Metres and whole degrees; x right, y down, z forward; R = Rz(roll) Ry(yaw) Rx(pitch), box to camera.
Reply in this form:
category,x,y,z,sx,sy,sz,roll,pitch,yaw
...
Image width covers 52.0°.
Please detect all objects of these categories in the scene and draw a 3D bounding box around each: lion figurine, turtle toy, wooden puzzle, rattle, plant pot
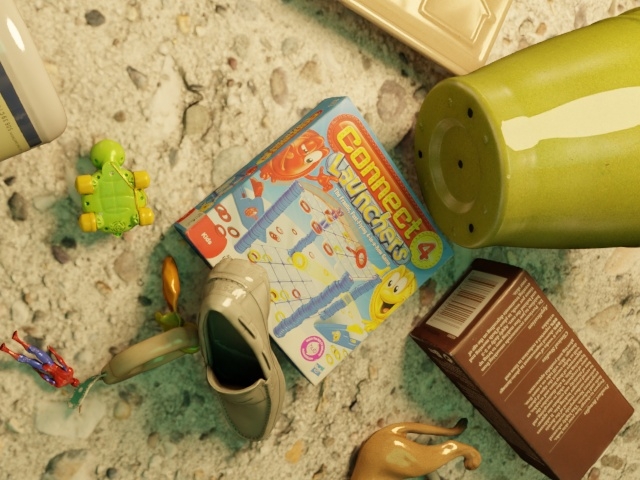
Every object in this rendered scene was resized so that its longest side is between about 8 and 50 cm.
category,x,y,z,sx,sy,sz,roll,pitch,yaw
lion figurine,0.087,0.429,1.066,0.240,0.142,0.392,31,71,-15
turtle toy,-0.275,-0.068,0.868,0.095,0.066,0.130,-7,99,-21
wooden puzzle,0.164,-0.452,0.992,0.322,0.080,0.348,25,83,-24
rattle,-0.271,0.131,0.898,0.199,0.130,0.143,-24,96,10
plant pot,0.341,-0.135,0.956,0.353,0.366,0.367,-12,102,-17

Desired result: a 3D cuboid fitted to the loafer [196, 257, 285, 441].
category,x,y,z,sx,sy,sz,roll,pitch,yaw
loafer,-0.114,0.172,0.895,0.112,0.111,0.319,7,127,16

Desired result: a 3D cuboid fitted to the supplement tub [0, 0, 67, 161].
category,x,y,z,sx,sy,sz,roll,pitch,yaw
supplement tub,-0.465,-0.160,0.685,0.324,0.235,0.235,-27,106,-17

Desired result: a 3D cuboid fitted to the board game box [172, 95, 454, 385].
category,x,y,z,sx,sy,sz,roll,pitch,yaw
board game box,0.000,0.000,0.979,0.302,0.086,0.308,-42,110,-11

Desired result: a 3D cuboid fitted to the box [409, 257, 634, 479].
category,x,y,z,sx,sy,sz,roll,pitch,yaw
box,0.350,0.228,1.128,0.191,0.143,0.381,-46,109,-11

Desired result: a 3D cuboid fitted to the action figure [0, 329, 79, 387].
category,x,y,z,sx,sy,sz,roll,pitch,yaw
action figure,-0.371,0.164,0.882,0.038,0.030,0.115,-47,116,-4
